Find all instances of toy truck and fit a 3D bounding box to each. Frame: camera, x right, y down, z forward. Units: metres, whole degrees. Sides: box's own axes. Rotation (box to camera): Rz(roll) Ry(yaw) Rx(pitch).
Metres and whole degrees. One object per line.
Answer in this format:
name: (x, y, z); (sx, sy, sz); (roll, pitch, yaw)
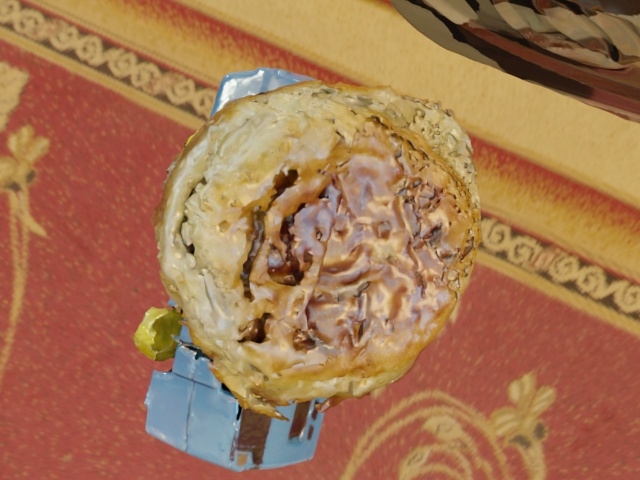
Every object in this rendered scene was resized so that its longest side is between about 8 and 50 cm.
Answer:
toy truck: (-0.058, 0.028, 1.165); (0.161, 0.162, 0.385); (12, 91, 39)

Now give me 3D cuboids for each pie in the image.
pie: (0.000, 0.000, 0.945); (0.308, 0.085, 0.308); (-6, 104, -27)

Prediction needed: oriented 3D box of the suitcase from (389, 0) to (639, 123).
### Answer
suitcase: (0.129, -0.197, 0.464); (0.351, 0.339, 0.194); (30, 78, 43)
